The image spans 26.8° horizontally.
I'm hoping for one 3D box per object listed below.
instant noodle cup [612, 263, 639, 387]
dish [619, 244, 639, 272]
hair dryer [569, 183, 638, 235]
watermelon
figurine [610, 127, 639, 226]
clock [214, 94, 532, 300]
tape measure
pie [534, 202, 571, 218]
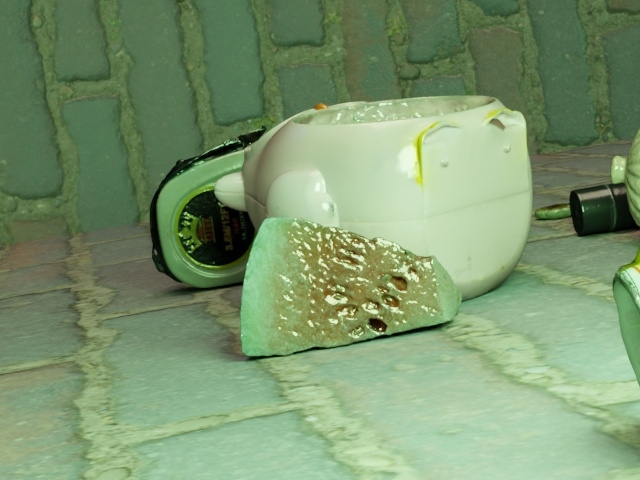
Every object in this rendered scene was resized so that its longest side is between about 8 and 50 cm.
[{"bbox_3d":[0.317,0.051,0.895,0.212,0.193,0.193,-16,6,3],"label":"instant noodle cup"},{"bbox_3d":[0.477,-0.020,1.532,0.262,0.108,0.221,-11,6,-25],"label":"dish"},{"bbox_3d":[0.432,-0.046,2.069,0.124,0.071,0.219,-8,-2,-6],"label":"hair dryer"},{"bbox_3d":[0.038,0.054,1.477,0.241,0.154,0.094,4,7,1],"label":"watermelon"},{"bbox_3d":[0.551,-0.094,1.760,0.204,0.185,0.332,30,-24,-35],"label":"figurine"},{"bbox_3d":[0.072,-0.048,1.714,0.368,0.250,0.377,-15,15,-37],"label":"clock"},{"bbox_3d":[-0.169,-0.048,2.089,0.207,0.235,0.115,-9,4,-3],"label":"tape measure"},{"bbox_3d":[0.401,-0.050,2.281,0.084,0.020,0.084,-9,6,1],"label":"pie"}]
